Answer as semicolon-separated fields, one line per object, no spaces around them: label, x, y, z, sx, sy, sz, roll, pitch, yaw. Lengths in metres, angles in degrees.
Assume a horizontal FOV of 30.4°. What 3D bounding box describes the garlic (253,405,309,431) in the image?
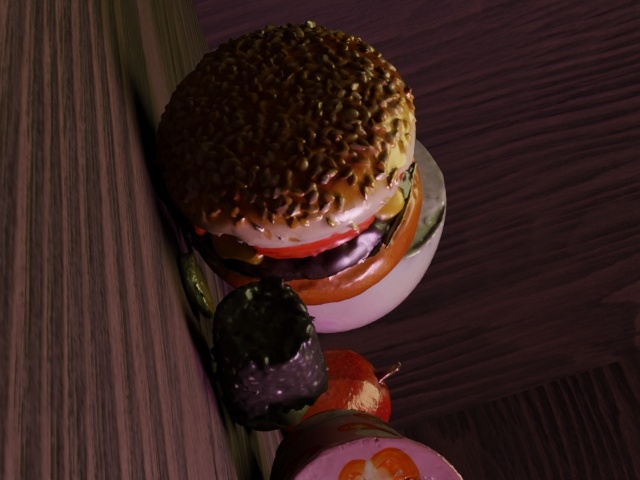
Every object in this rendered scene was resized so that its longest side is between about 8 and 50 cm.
garlic;-0.069;0.183;1.556;0.129;0.090;0.198;60;6;-1

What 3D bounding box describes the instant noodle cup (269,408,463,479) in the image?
instant noodle cup;0.046;0.320;1.408;0.231;0.242;0.243;-139;-149;-80

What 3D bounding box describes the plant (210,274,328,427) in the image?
plant;-0.056;0.138;1.350;0.203;0.142;0.131;91;-22;-51

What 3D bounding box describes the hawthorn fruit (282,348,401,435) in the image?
hawthorn fruit;0.036;0.263;1.963;0.197;0.225;0.196;60;-6;11

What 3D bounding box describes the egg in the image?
egg;0.000;0.000;1.920;0.340;0.354;0.355;111;-32;-51

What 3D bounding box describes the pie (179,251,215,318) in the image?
pie;-0.145;0.053;1.377;0.084;0.019;0.084;-20;90;-89

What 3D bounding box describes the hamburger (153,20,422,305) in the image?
hamburger;-0.036;-0.098;1.454;0.250;0.329;0.330;79;-5;-61
